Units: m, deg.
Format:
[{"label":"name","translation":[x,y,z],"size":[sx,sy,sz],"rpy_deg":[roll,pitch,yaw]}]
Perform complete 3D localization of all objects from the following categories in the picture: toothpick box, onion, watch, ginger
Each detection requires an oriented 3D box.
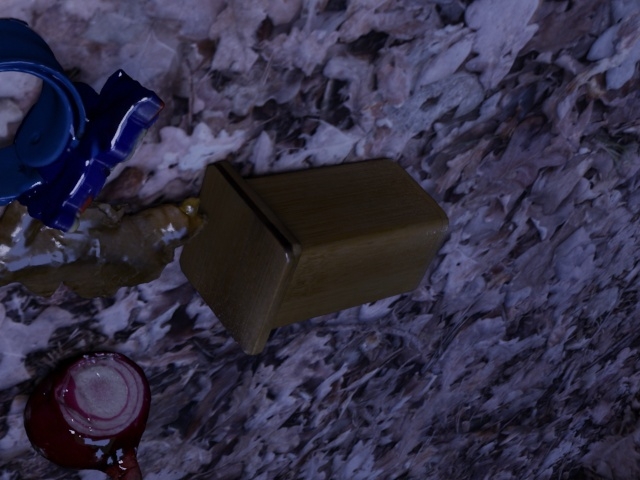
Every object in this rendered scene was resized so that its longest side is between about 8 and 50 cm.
[{"label":"toothpick box","translation":[0.000,0.000,1.617],"size":[0.308,0.187,0.190],"rpy_deg":[-12,137,-39]},{"label":"onion","translation":[-0.303,0.255,1.626],"size":[0.173,0.198,0.135],"rpy_deg":[-22,173,-28]},{"label":"watch","translation":[-0.305,-0.125,1.217],"size":[0.200,0.171,0.196],"rpy_deg":[29,97,-42]},{"label":"ginger","translation":[-0.290,0.003,1.442],"size":[0.333,0.080,0.166],"rpy_deg":[-2,117,-33]}]
